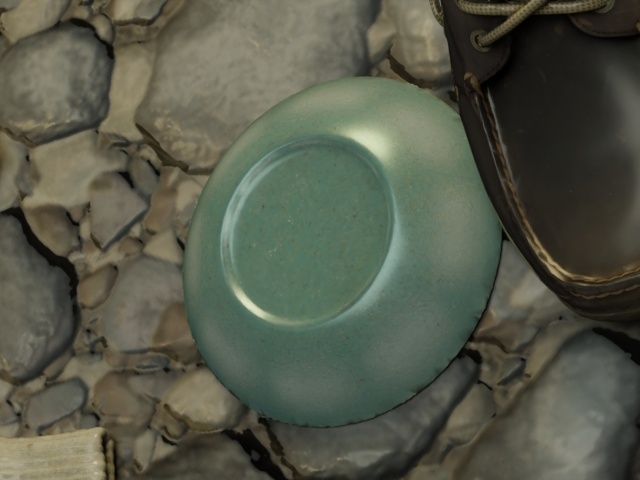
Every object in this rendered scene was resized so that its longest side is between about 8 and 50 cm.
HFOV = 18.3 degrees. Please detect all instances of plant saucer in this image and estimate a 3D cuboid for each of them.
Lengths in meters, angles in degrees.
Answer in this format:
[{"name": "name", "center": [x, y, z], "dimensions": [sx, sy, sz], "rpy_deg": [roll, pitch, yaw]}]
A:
[{"name": "plant saucer", "center": [0.000, 0.000, 1.049], "dimensions": [0.195, 0.037, 0.195], "rpy_deg": [-9, 71, 28]}]

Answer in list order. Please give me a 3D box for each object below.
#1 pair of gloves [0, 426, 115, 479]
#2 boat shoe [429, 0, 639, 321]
[{"name": "pair of gloves", "center": [-0.211, 0.220, 1.100], "dimensions": [0.204, 0.042, 0.240], "rpy_deg": [-3, 74, 29]}, {"name": "boat shoe", "center": [0.099, -0.131, 0.976], "dimensions": [0.132, 0.130, 0.355], "rpy_deg": [-23, 64, 22]}]
